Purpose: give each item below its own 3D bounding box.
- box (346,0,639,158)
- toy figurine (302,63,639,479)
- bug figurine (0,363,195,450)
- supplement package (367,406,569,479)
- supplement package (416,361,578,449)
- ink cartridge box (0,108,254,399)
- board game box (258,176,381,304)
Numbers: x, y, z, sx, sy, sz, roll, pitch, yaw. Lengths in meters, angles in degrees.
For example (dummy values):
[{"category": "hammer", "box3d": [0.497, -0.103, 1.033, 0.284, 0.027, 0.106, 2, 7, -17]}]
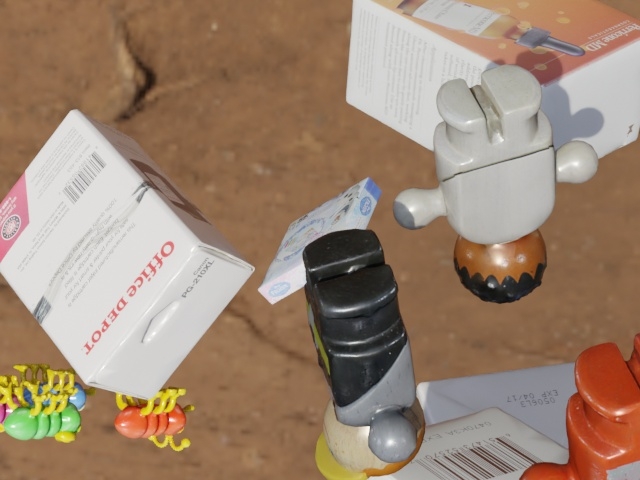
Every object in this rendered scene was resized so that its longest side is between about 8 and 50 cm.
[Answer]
[{"category": "box", "box3d": [0.123, -0.121, 1.029, 0.170, 0.130, 0.091, 33, 134, 34]}, {"category": "toy figurine", "box3d": [0.110, 0.040, 0.681, 0.210, 0.213, 0.148, 16, 140, 26]}, {"category": "bug figurine", "box3d": [-0.280, 0.182, 1.614, 0.216, 0.072, 0.279, 3, -179, -42]}, {"category": "supplement package", "box3d": [0.078, 0.196, 0.785, 0.105, 0.179, 0.105, -10, -158, -32]}, {"category": "supplement package", "box3d": [0.168, 0.265, 1.209, 0.178, 0.175, 0.293, -7, 133, -12]}, {"category": "ink cartridge box", "box3d": [-0.202, 0.013, 1.441, 0.172, 0.237, 0.100, -51, 144, 9]}, {"category": "board game box", "box3d": [0.000, 0.000, 1.166, 0.090, 0.090, 0.020, -30, 111, 36]}]
